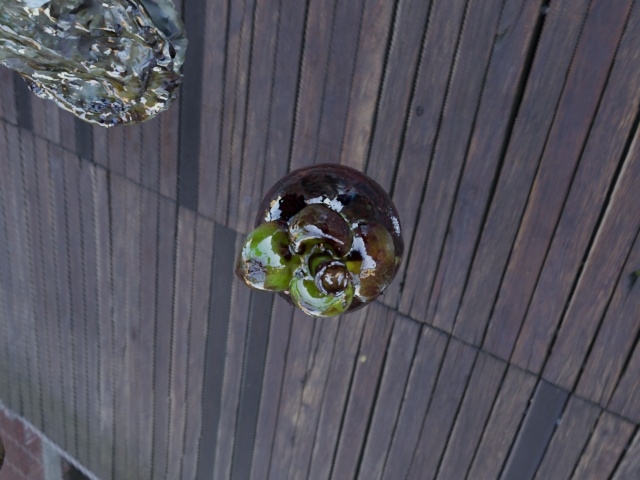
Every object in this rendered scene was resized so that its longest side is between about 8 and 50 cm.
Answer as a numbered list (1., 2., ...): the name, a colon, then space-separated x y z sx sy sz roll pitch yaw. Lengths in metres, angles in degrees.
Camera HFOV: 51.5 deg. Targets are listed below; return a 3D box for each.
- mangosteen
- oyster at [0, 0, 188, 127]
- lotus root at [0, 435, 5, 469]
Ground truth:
1. mangosteen: -0.001 0.001 0.692 0.172 0.184 0.173 7 101 38
2. oyster: -0.228 -0.215 0.526 0.162 0.351 0.158 -28 52 6
3. lotus root: -0.340 0.141 0.512 0.097 0.110 0.258 13 146 23
